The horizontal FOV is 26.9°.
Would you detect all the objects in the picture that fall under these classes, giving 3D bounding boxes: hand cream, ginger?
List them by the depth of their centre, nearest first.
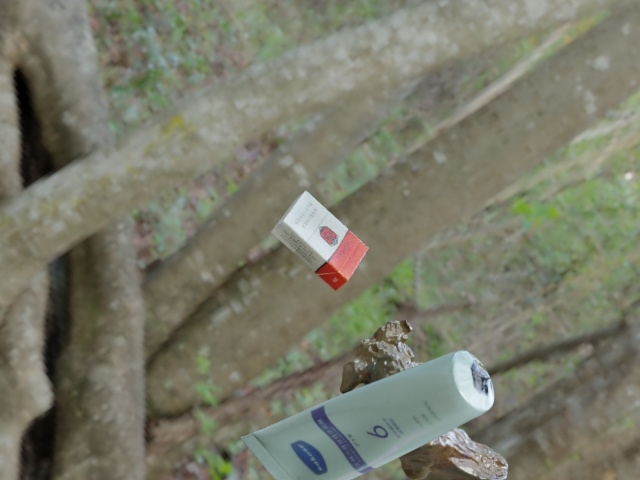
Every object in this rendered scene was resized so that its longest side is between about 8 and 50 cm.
[{"bbox_3d":[0.055,0.204,1.479,0.109,0.321,0.067,50,38,-14],"label":"hand cream"},{"bbox_3d":[0.125,0.209,1.582,0.084,0.122,0.290,28,-21,53],"label":"ginger"}]

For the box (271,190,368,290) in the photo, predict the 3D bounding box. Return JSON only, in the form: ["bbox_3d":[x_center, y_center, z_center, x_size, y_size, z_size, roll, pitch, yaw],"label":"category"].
[{"bbox_3d":[0.000,0.000,2.292,0.152,0.048,0.100,44,44,-9],"label":"box"}]
